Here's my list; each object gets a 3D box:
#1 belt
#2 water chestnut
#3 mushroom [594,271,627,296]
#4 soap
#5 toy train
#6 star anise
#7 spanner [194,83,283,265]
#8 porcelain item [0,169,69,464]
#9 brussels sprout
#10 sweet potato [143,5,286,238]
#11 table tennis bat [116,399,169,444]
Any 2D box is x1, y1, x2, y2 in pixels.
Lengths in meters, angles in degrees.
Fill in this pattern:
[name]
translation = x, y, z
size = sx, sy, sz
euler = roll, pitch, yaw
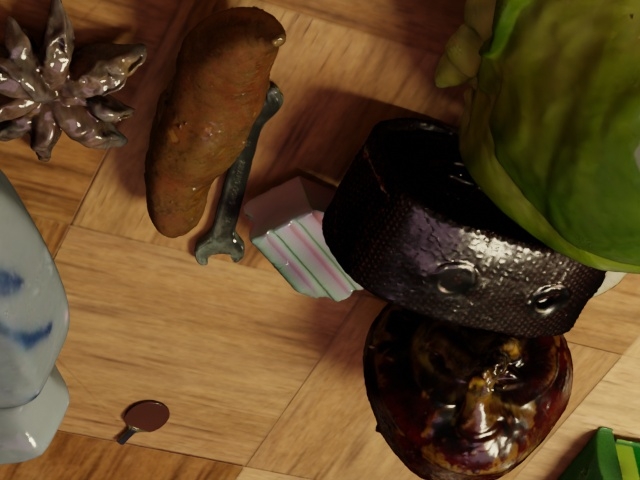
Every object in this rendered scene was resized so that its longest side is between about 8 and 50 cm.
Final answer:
[belt]
translation = 0.145, 0.000, 1.691
size = 0.289, 0.184, 0.164
euler = 16, 124, -23
[water chestnut]
translation = 0.157, 0.142, 1.820
size = 0.224, 0.223, 0.238
euler = -4, 159, -3
[mushroom]
translation = 0.308, 0.029, 1.866
size = 0.049, 0.019, 0.101
euler = 25, 126, -31
[soap]
translation = 0.000, 0.000, 1.758
size = 0.100, 0.056, 0.149
euler = -26, 139, 14
[toy train]
translation = 0.371, 0.368, 2.168
size = 0.202, 0.120, 0.301
euler = 14, 133, -18
[star anise]
translation = -0.244, -0.135, 1.582
size = 0.195, 0.065, 0.182
euler = -23, 135, 14
[spanner]
translation = -0.083, -0.061, 1.719
size = 0.054, 0.015, 0.254
euler = 6, 136, -12
[porcelain item]
translation = -0.372, 0.052, 1.680
size = 0.243, 0.178, 0.405
euler = -5, 139, 0
[brussels sprout]
translation = 0.281, -0.135, 1.498
size = 0.276, 0.315, 0.371
euler = -32, 142, -29
[sweet potato]
translation = -0.100, -0.125, 1.589
size = 0.095, 0.106, 0.354
euler = -2, 151, -23
[table tennis bat]
translation = -0.209, 0.211, 2.002
size = 0.050, 0.007, 0.083
euler = 26, 126, -31
